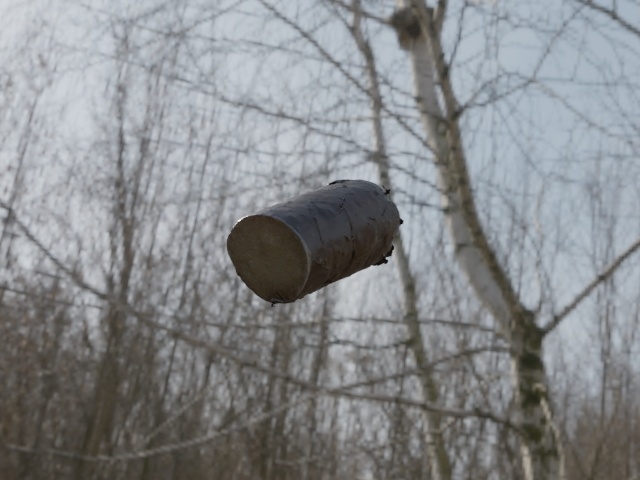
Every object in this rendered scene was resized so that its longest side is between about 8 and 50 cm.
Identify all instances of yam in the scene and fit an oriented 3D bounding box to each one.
[{"bbox_3d":[-0.002,-0.001,0.805,0.079,0.079,0.141,-6,10,33],"label":"yam"}]
